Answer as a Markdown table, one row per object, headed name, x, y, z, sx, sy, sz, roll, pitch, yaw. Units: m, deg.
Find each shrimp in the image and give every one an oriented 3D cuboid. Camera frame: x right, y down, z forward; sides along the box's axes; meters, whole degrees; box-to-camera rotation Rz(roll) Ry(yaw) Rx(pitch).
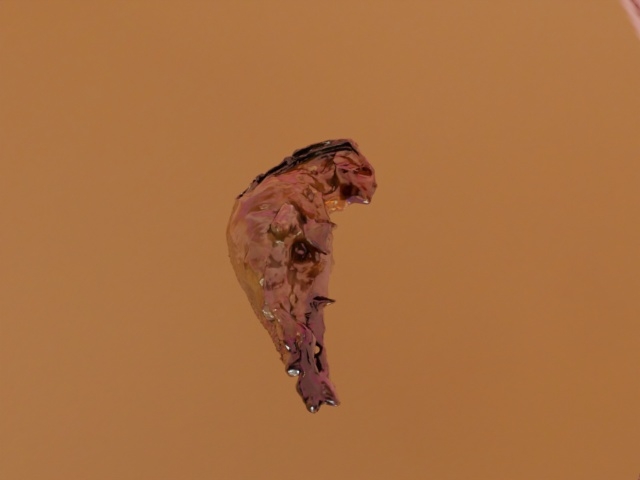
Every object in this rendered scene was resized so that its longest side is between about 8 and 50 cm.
| name | x | y | z | sx | sy | sz | roll | pitch | yaw |
| --- | --- | --- | --- | --- | --- | --- | --- | --- | --- |
| shrimp | -0.009 | 0.002 | 0.803 | 0.066 | 0.117 | 0.262 | 40 | -167 | -29 |

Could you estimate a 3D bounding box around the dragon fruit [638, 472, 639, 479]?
| name | x | y | z | sx | sy | sz | roll | pitch | yaw |
| --- | --- | --- | --- | --- | --- | --- | --- | --- | --- |
| dragon fruit | 0.192 | 0.162 | 0.303 | 0.302 | 0.295 | 0.295 | -32 | -96 | -35 |
